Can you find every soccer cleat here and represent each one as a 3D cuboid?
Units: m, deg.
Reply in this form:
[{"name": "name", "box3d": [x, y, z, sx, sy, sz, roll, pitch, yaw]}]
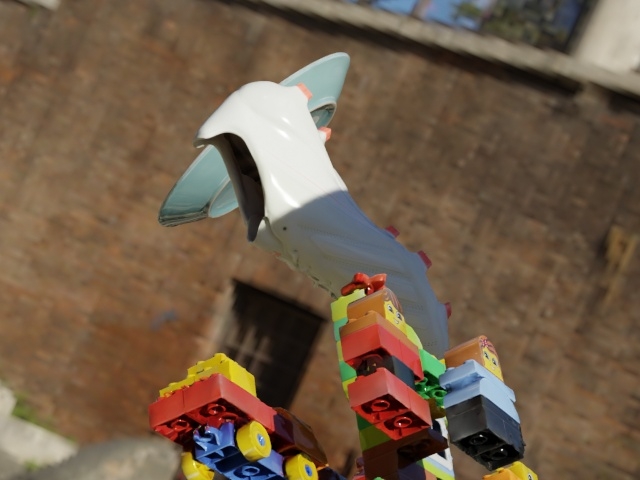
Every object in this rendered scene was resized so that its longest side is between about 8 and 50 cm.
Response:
[{"name": "soccer cleat", "box3d": [0.000, 0.000, 1.002, 0.196, 0.076, 0.068, 56, -30, -3]}]

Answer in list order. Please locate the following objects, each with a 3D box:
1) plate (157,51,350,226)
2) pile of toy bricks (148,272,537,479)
[{"name": "plate", "box3d": [-0.042, -0.067, 1.293, 0.024, 0.188, 0.188, 49, 0, 9]}, {"name": "pile of toy bricks", "box3d": [0.027, 0.065, 0.694, 0.118, 0.105, 0.212, -25, -38, 22]}]
